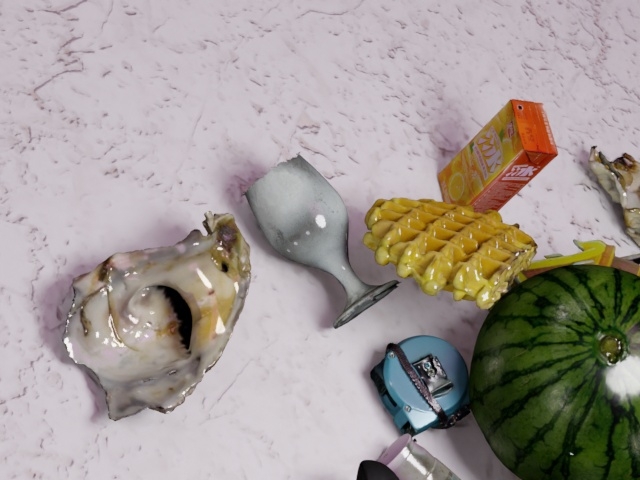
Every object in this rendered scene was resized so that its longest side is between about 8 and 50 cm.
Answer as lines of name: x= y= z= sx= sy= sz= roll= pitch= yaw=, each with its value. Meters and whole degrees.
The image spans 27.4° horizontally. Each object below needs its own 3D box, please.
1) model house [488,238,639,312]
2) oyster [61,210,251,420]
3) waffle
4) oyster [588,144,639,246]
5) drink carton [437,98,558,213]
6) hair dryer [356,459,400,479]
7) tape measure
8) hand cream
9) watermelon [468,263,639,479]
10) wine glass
model house: x=0.375 y=0.186 z=1.953 sx=0.313 sy=0.242 sz=0.357 roll=21 pitch=60 yaw=10
oyster: x=-0.205 y=0.097 z=1.709 sx=0.271 sy=0.100 sz=0.275 roll=0 pitch=74 yaw=-28
waffle: x=0.195 y=0.008 z=1.842 sx=0.283 sy=0.065 sz=0.309 roll=5 pitch=25 yaw=-24
oyster: x=0.598 y=-0.032 z=2.275 sx=0.354 sy=0.107 sz=0.201 roll=38 pitch=28 yaw=11
drink carton: x=0.273 y=-0.117 z=2.041 sx=0.071 sy=0.223 sz=0.096 roll=4 pitch=59 yaw=-27
hair dryer: x=0.190 y=0.442 z=1.663 sx=0.320 sy=0.156 sz=0.284 roll=9 pitch=78 yaw=-4
tape measure: x=0.146 y=0.202 z=1.858 sx=0.125 sy=0.081 sz=0.146 roll=-27 pitch=74 yaw=-22
hand cream: x=0.208 y=0.394 z=1.787 sx=0.312 sy=0.070 sz=0.111 roll=42 pitch=46 yaw=-6
watermelon: x=0.347 y=0.171 z=1.743 sx=0.331 sy=0.189 sz=0.330 roll=-7 pitch=60 yaw=11
wine glass: x=0.000 y=0.000 z=1.872 sx=0.126 sy=0.126 sz=0.241 roll=-28 pitch=81 yaw=-39
